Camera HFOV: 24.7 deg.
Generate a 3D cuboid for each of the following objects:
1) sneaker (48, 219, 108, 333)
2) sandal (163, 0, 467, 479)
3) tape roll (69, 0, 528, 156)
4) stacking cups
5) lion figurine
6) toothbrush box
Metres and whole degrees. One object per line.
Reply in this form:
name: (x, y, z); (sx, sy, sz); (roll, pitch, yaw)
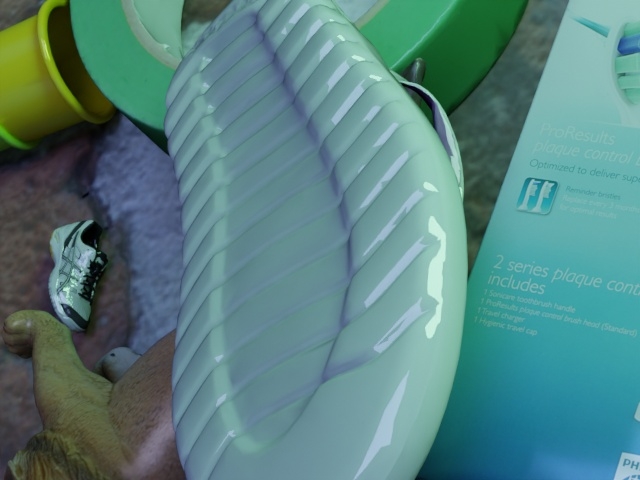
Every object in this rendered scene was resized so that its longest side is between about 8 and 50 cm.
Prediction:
sneaker: (-0.161, 0.021, 0.983); (0.037, 0.032, 0.083); (-21, 58, 17)
sandal: (0.010, -0.010, 0.714); (0.169, 0.102, 0.416); (-44, 32, 24)
tape roll: (-0.016, -0.194, 0.990); (0.321, 0.077, 0.321); (-12, 62, 22)
stacking cups: (-0.307, -0.079, 1.069); (0.316, 0.096, 0.096); (-19, 59, 18)
lion figurine: (-0.045, 0.082, 0.818); (0.392, 0.142, 0.240); (-44, 40, 10)
toothbrush box: (0.175, 0.021, 0.698); (0.126, 0.216, 0.295); (13, 73, 32)
